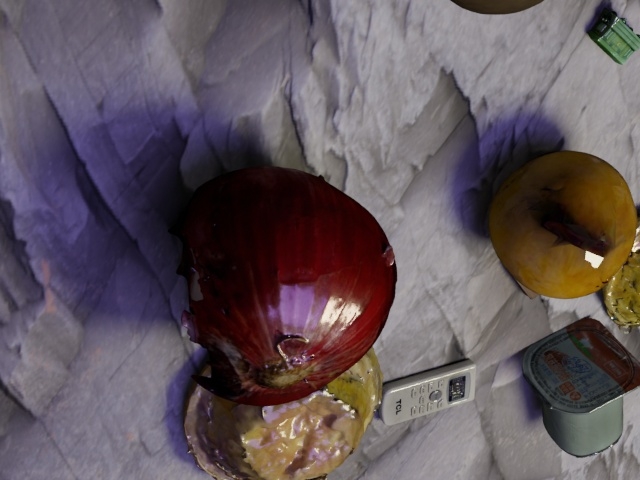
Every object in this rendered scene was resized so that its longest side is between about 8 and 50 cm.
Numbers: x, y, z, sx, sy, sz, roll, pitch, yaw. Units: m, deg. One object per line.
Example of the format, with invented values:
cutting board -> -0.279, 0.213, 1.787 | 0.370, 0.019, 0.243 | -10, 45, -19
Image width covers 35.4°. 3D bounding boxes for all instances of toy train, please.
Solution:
toy train -> 0.462, -0.319, 1.567 | 0.093, 0.038, 0.056 | 30, 109, -36

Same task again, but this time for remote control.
remote control -> 0.192, 0.274, 1.800 | 0.190, 0.029, 0.087 | -12, 123, -18

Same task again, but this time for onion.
onion -> -0.051, 0.060, 1.372 | 0.341, 0.341, 0.341 | -12, 123, -19

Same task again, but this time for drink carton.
drink carton -> 0.481, 0.286, 1.869 | 0.191, 0.185, 0.189 | -26, 138, -11

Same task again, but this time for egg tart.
egg tart -> 0.641, 0.068, 1.843 | 0.291, 0.107, 0.290 | -11, 123, -19
egg tart -> -0.046, 0.288, 1.625 | 0.352, 0.150, 0.351 | -10, 120, -18

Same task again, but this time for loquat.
loquat -> 0.381, -0.027, 1.584 | 0.235, 0.235, 0.235 | -12, 123, -19

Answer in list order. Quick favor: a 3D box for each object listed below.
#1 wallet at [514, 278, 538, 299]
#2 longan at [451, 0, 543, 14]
wallet -> 0.401, 0.026, 1.745 | 0.153, 0.039, 0.118 | -41, 130, 3
longan -> 0.216, -0.407, 1.266 | 0.258, 0.258, 0.258 | -12, 123, -19
